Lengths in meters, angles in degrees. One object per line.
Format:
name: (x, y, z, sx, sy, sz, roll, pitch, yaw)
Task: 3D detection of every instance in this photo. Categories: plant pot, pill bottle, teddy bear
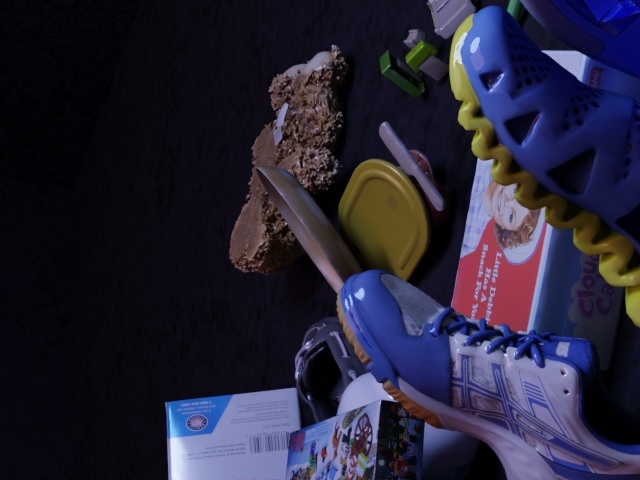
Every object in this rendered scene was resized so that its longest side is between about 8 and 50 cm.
plant pot: (0.000, 0.000, 1.487, 0.236, 0.032, 0.236, 55, 175, 7)
pill bottle: (0.074, 0.234, 1.229, 0.146, 0.146, 0.264, -127, 48, -61)
teddy bear: (-0.027, -0.110, 1.705, 0.245, 0.113, 0.337, -32, 45, 54)

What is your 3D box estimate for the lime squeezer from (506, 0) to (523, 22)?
lime squeezer: (0.216, -0.362, 1.213, 0.110, 0.059, 0.310, -168, 86, -68)

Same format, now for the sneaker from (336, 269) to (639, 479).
sneaker: (0.153, 0.103, 0.959, 0.131, 0.296, 0.112, -53, -1, 31)

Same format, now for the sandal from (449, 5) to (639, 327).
sandal: (0.219, -0.052, 0.839, 0.138, 0.317, 0.126, -38, 20, 33)

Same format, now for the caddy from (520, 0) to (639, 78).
caddy: (0.207, -0.215, 0.818, 0.179, 0.341, 0.241, -50, 26, 4)

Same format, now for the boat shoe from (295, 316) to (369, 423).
boat shoe: (0.020, 0.168, 1.460, 0.335, 0.096, 0.112, -138, 59, -65)

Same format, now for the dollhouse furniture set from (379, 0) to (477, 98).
dollhouse furniture set: (0.140, -0.234, 1.406, 0.152, 0.059, 0.076, -44, 31, 29)

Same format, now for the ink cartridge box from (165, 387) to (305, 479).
ink cartridge box: (-0.096, 0.331, 1.529, 0.168, 0.171, 0.232, 84, 180, -59)

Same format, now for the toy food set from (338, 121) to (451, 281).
toy food set: (0.098, -0.040, 1.388, 0.128, 0.071, 0.218, 51, 147, 17)

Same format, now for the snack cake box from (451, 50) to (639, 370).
snack cake box: (0.205, -0.032, 1.073, 0.152, 0.089, 0.264, -157, 76, -66)

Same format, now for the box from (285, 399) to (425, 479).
box: (0.021, 0.237, 1.071, 0.233, 0.044, 0.159, 142, 137, -64)
